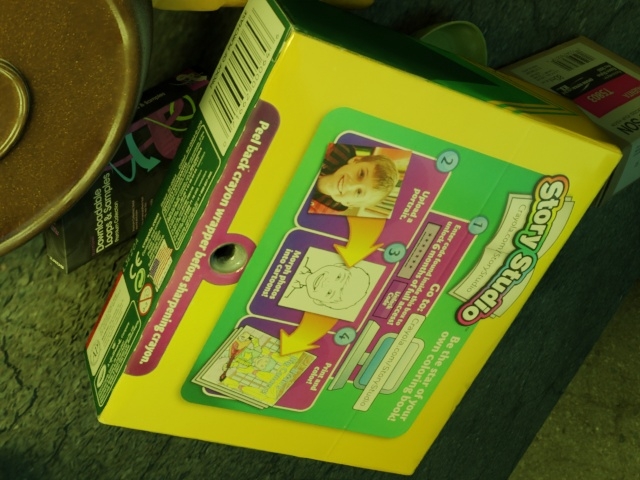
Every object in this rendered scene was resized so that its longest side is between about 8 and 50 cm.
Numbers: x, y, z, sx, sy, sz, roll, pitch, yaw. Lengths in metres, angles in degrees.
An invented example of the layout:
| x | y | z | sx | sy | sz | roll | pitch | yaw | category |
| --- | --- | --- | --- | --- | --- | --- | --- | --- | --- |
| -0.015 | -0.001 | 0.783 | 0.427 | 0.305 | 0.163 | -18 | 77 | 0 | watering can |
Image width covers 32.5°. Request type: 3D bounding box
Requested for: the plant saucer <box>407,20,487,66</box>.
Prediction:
| x | y | z | sx | sy | sz | roll | pitch | yaw | category |
| --- | --- | --- | --- | --- | --- | --- | --- | --- | --- |
| 0.088 | -0.129 | 1.163 | 0.241 | 0.037 | 0.241 | -39 | 150 | -27 | plant saucer |

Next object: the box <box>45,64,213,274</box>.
| x | y | z | sx | sy | sz | roll | pitch | yaw | category |
| --- | --- | --- | --- | --- | --- | --- | --- | --- | --- |
| -0.148 | -0.056 | 0.865 | 0.162 | 0.029 | 0.116 | -34 | 147 | -33 | box |

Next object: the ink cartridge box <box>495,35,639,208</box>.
| x | y | z | sx | sy | sz | roll | pitch | yaw | category |
| --- | --- | --- | --- | --- | --- | --- | --- | --- | --- |
| 0.334 | -0.156 | 1.365 | 0.235 | 0.193 | 0.088 | -28 | 143 | -44 | ink cartridge box |

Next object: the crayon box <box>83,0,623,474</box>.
| x | y | z | sx | sy | sz | roll | pitch | yaw | category |
| --- | --- | --- | --- | --- | --- | --- | --- | --- | --- |
| 0.021 | 0.012 | 0.908 | 0.313 | 0.106 | 0.363 | 15 | 117 | -29 | crayon box |

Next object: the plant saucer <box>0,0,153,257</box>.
| x | y | z | sx | sy | sz | roll | pitch | yaw | category |
| --- | --- | --- | --- | --- | --- | --- | --- | --- | --- |
| -0.220 | -0.081 | 0.643 | 0.311 | 0.050 | 0.310 | -32 | 147 | -24 | plant saucer |

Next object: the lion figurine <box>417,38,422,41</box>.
| x | y | z | sx | sy | sz | roll | pitch | yaw | category |
| --- | --- | --- | --- | --- | --- | --- | --- | --- | --- |
| 0.000 | 0.000 | 1.067 | 0.240 | 0.142 | 0.392 | -9 | 124 | -6 | lion figurine |

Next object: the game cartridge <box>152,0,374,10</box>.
| x | y | z | sx | sy | sz | roll | pitch | yaw | category |
| --- | --- | --- | --- | --- | --- | --- | --- | --- | --- |
| -0.022 | -0.296 | 0.767 | 0.324 | 0.053 | 0.285 | -17 | 135 | -52 | game cartridge |
